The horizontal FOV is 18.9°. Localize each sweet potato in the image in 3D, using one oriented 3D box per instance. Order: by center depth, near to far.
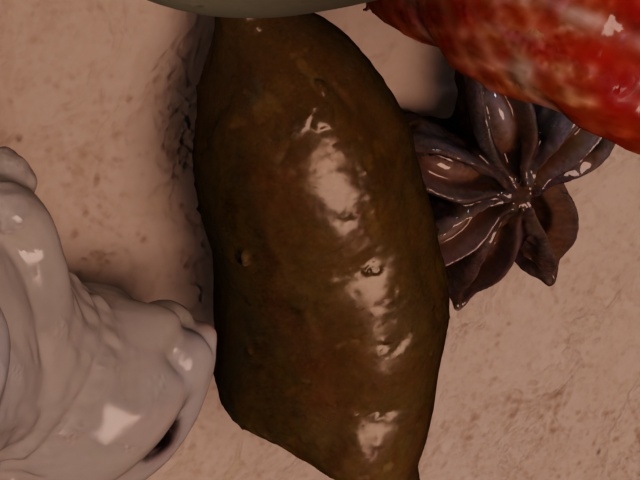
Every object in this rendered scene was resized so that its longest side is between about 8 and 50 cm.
[{"bbox_3d":[0.000,0.000,1.161,0.157,0.158,0.370,-21,124,-27],"label":"sweet potato"}]

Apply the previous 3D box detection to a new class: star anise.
[{"bbox_3d":[0.107,-0.047,1.265,0.196,0.073,0.212,6,123,-32],"label":"star anise"}]

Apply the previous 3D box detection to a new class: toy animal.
[{"bbox_3d":[-0.207,0.078,1.038,0.258,0.194,0.357,-59,144,-6],"label":"toy animal"}]

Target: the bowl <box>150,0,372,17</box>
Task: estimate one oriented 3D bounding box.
[{"bbox_3d":[-0.077,-0.250,0.871,0.185,0.354,0.354,-20,146,31],"label":"bowl"}]

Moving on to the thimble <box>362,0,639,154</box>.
[{"bbox_3d":[0.208,-0.180,1.070,0.350,0.350,0.231,8,112,-41],"label":"thimble"}]
